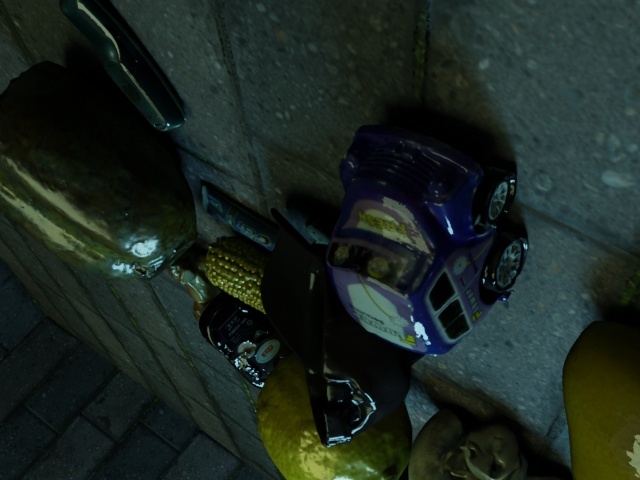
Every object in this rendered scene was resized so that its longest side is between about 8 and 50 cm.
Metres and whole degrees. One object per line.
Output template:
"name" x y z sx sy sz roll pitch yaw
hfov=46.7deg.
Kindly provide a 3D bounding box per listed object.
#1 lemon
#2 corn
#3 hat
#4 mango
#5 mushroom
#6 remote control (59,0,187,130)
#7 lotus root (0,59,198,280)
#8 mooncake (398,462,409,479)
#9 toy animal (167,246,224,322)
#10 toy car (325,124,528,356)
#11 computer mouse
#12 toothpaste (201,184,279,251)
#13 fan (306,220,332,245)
"lemon" 0.019 0.305 1.265 0.320 0.245 0.245 38 160 40
"corn" -0.074 0.079 1.199 0.260 0.091 0.091 30 172 12
"hat" 0.053 0.086 0.984 0.238 0.209 0.336 98 155 -45
"mango" 0.351 0.224 0.747 0.211 0.173 0.317 5 126 61
"mushroom" 0.246 0.388 1.147 0.253 0.189 0.195 24 154 23
"remote control" -0.258 -0.235 0.980 0.072 0.042 0.222 2 136 51
"lotus root" -0.342 -0.089 1.125 0.346 0.250 0.250 43 156 -9
"mooncake" 0.234 0.614 1.517 0.334 0.174 0.326 15 132 40
"toy animal" -0.238 0.098 1.469 0.157 0.097 0.312 26 152 42
"toy car" 0.091 0.005 0.746 0.172 0.158 0.235 21 150 35
"computer mouse" -0.123 0.181 1.399 0.233 0.137 0.096 47 175 -20
"toothpaste" -0.112 -0.025 1.144 0.197 0.035 0.057 30 138 25
"fan" 0.000 0.000 1.056 0.056 0.004 0.083 38 156 2
